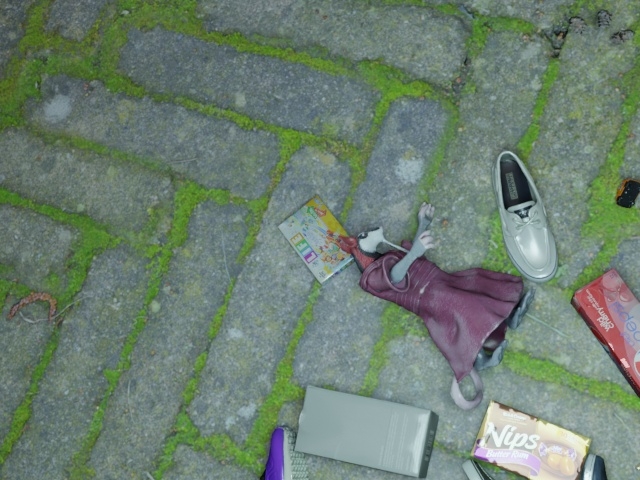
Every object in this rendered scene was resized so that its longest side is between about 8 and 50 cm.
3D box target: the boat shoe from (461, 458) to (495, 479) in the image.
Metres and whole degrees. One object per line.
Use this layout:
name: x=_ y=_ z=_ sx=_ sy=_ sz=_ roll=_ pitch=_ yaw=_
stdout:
boat shoe: x=0.336 y=0.461 z=1.547 sx=0.070 sy=0.078 sz=0.219 roll=-41 pitch=78 yaw=1

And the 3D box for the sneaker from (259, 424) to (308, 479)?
sneaker: x=-0.103 y=0.489 z=1.631 sx=0.146 sy=0.102 sz=0.293 roll=-5 pitch=74 yaw=14

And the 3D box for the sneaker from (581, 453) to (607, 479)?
sneaker: x=0.519 y=0.470 z=1.481 sx=0.163 sy=0.086 sz=0.226 roll=-5 pitch=83 yaw=24

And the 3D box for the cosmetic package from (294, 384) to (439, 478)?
cosmetic package: x=0.083 y=0.350 z=1.626 sx=0.238 sy=0.107 sz=0.127 roll=10 pitch=78 yaw=19

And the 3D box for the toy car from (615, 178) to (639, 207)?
toy car: x=0.610 y=-0.093 z=1.660 sx=0.122 sy=0.060 sz=0.040 roll=-1 pitch=30 yaw=-3

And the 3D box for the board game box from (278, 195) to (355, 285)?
board game box: x=0.000 y=0.000 z=1.781 sx=0.103 sy=0.026 sz=0.154 roll=-39 pitch=70 yaw=2

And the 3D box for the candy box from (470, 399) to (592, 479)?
candy box: x=0.371 y=0.366 z=1.573 sx=0.187 sy=0.053 sz=0.109 roll=20 pitch=81 yaw=17

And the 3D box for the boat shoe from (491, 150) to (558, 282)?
boat shoe: x=0.376 y=-0.046 z=1.669 sx=0.095 sy=0.084 sz=0.258 roll=-21 pitch=71 yaw=7

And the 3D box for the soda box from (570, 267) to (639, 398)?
soda box: x=0.554 y=0.184 z=1.562 sx=0.092 sy=0.083 sz=0.263 roll=-33 pitch=70 yaw=3

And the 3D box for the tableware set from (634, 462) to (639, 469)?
tableware set: x=0.637 y=0.387 z=1.518 sx=0.141 sy=0.020 sz=0.169 roll=-44 pitch=68 yaw=-3

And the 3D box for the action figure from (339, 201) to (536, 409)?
action figure: x=0.192 y=0.093 z=1.652 sx=0.370 sy=0.248 sz=0.275 roll=24 pitch=109 yaw=18
